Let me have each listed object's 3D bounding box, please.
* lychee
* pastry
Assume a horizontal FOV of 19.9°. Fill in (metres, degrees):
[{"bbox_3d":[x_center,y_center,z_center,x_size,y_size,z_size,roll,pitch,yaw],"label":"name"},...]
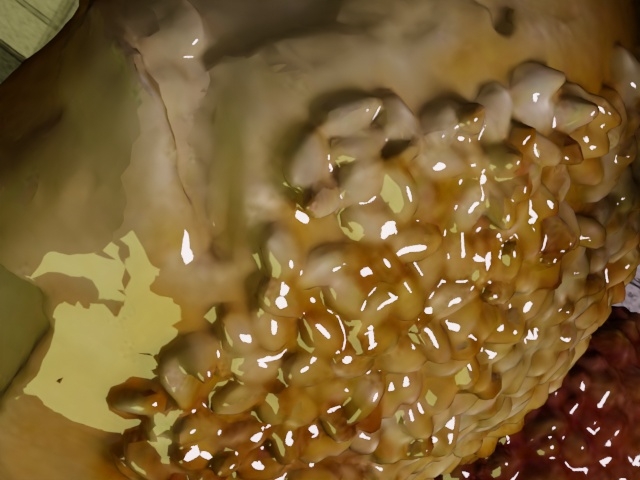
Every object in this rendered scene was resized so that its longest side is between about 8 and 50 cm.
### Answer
[{"bbox_3d":[0.119,0.164,1.150,0.275,0.276,0.304,25,130,13],"label":"lychee"},{"bbox_3d":[0.000,0.000,0.864,0.245,0.409,0.409,48,155,17],"label":"pastry"}]
